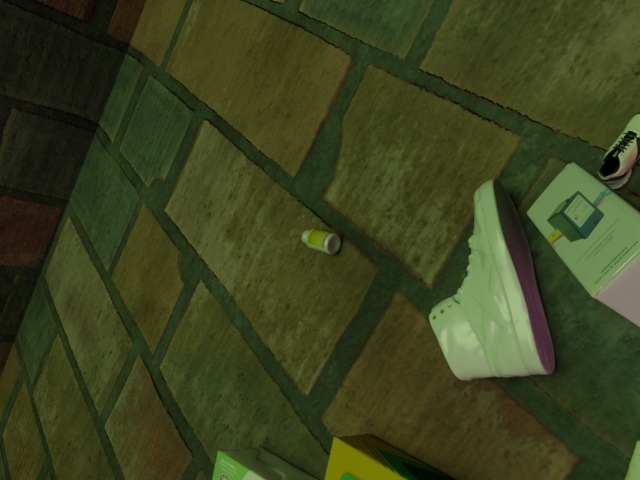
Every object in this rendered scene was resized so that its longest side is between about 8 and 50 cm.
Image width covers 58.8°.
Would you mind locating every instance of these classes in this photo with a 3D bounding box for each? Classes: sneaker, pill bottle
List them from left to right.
[{"bbox_3d":[0.000,0.000,1.155,0.083,0.043,0.043,16,92,46],"label":"pill bottle"},{"bbox_3d":[0.230,0.063,0.856,0.169,0.108,0.293,-20,67,38],"label":"sneaker"},{"bbox_3d":[0.411,-0.122,0.761,0.040,0.043,0.109,32,102,47],"label":"sneaker"}]

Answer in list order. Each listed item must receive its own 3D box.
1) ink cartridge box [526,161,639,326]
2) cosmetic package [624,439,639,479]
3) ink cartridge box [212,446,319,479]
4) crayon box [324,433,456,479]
[{"bbox_3d":[0.351,0.014,0.647,0.093,0.154,0.212,-53,16,24],"label":"ink cartridge box"},{"bbox_3d":[0.387,0.297,0.671,0.041,0.060,0.115,20,93,48],"label":"cosmetic package"},{"bbox_3d":[-0.131,0.608,1.087,0.207,0.119,0.354,8,85,46],"label":"ink cartridge box"},{"bbox_3d":[0.118,0.530,0.860,0.313,0.106,0.363,12,89,48],"label":"crayon box"}]
